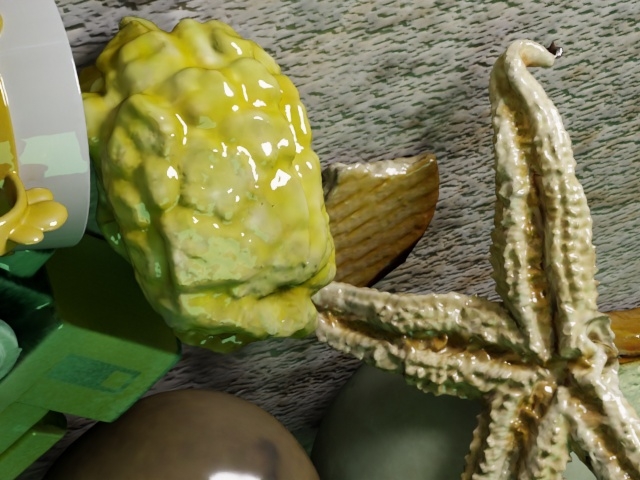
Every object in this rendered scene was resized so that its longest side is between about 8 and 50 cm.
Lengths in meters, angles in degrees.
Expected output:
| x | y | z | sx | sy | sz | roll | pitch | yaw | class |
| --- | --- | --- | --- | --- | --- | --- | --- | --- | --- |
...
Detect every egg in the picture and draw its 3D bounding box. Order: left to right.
| x | y | z | sx | sy | sz | roll | pitch | yaw | class |
| --- | --- | --- | --- | --- | --- | --- | --- | --- | --- |
| 0.132 | 0.211 | 1.207 | 0.258 | 0.259 | 0.352 | 14 | 138 | -35 | egg |

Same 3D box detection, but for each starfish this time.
| x | y | z | sx | sy | sz | roll | pitch | yaw | class |
| --- | --- | --- | --- | --- | --- | --- | --- | --- | --- |
| 0.122 | 0.088 | 1.025 | 0.324 | 0.432 | 0.082 | -23 | 175 | 25 | starfish |

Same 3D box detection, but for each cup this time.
| x | y | z | sx | sy | sz | roll | pitch | yaw | class |
| --- | --- | --- | --- | --- | --- | --- | --- | --- | --- |
| -0.257 | -0.055 | 0.755 | 0.226 | 0.241 | 0.185 | -11 | 125 | -24 | cup |

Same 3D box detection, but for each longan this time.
| x | y | z | sx | sy | sz | roll | pitch | yaw | class |
| --- | --- | --- | --- | --- | --- | --- | --- | --- | --- |
| -0.130 | 0.298 | 1.121 | 0.318 | 0.319 | 0.319 | -13 | 137 | -13 | longan |

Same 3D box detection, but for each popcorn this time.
| x | y | z | sx | sy | sz | roll | pitch | yaw | class |
| --- | --- | --- | --- | --- | --- | --- | --- | --- | --- |
| -0.077 | -0.020 | 0.903 | 0.173 | 0.225 | 0.286 | -17 | 136 | -5 | popcorn |

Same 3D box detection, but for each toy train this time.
| x | y | z | sx | sy | sz | roll | pitch | yaw | class |
| --- | --- | --- | --- | --- | --- | --- | --- | --- | --- |
| -0.310 | 0.126 | 0.998 | 0.397 | 0.160 | 0.253 | -42 | 143 | 18 | toy train |

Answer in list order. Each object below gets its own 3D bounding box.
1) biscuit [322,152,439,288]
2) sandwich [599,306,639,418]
| x | y | z | sx | sy | sz | roll | pitch | yaw | class |
| --- | --- | --- | --- | --- | --- | --- | --- | --- | --- |
| 0.000 | -0.001 | 1.103 | 0.228 | 0.031 | 0.176 | -16 | 137 | -9 | biscuit |
| 0.337 | 0.187 | 1.405 | 0.301 | 0.099 | 0.271 | -7 | 129 | -17 | sandwich |
